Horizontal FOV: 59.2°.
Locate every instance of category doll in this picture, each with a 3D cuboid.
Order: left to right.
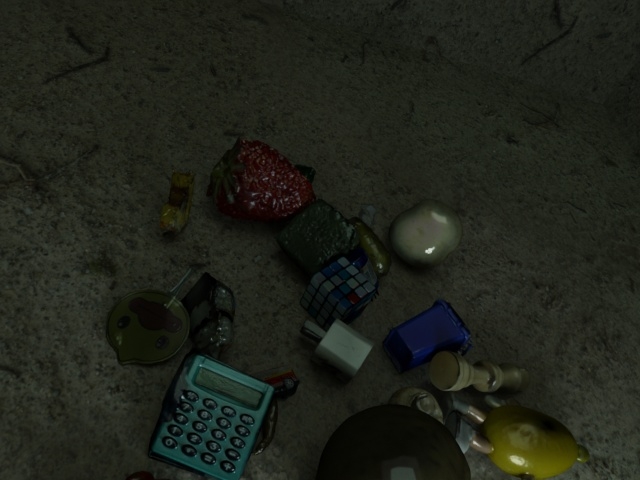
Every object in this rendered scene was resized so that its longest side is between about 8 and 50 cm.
[{"bbox_3d":[0.527,0.571,1.592,0.423,0.161,0.348,36,42,17],"label":"doll"}]

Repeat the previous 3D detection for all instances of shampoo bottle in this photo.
[{"bbox_3d":[0.145,0.118,1.835,0.050,0.183,0.087,2,39,39],"label":"shampoo bottle"}]

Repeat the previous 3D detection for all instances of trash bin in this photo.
[{"bbox_3d":[0.332,0.311,1.753,0.234,0.162,0.184,-17,58,-29],"label":"trash bin"}]

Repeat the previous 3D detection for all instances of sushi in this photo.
[{"bbox_3d":[-0.286,0.233,1.576,0.109,0.134,0.273,28,22,-46],"label":"sushi"}]

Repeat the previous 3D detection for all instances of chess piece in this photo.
[{"bbox_3d":[0.511,0.413,1.725,0.397,0.117,0.117,15,43,-34],"label":"chess piece"}]

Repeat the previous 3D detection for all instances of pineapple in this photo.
[{"bbox_3d":[-0.459,-0.105,1.800,0.079,0.135,0.233,9,57,2],"label":"pineapple"}]

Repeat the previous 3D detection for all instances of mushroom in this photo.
[{"bbox_3d":[0.265,0.487,1.575,0.166,0.127,0.166,8,47,-8],"label":"mushroom"},{"bbox_3d":[0.382,-0.023,2.062,0.260,0.254,0.234,11,-1,12],"label":"mushroom"}]

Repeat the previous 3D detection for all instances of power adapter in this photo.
[{"bbox_3d":[0.032,0.300,1.628,0.205,0.130,0.125,33,65,8],"label":"power adapter"}]

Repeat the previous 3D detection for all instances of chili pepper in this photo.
[{"bbox_3d":[-0.077,-0.190,2.104,0.088,0.059,0.227,15,49,-4],"label":"chili pepper"}]

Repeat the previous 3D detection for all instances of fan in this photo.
[{"bbox_3d":[-0.449,0.199,1.550,0.229,0.011,0.335,25,56,9],"label":"fan"}]

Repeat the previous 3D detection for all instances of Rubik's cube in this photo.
[{"bbox_3d":[0.052,0.172,1.749,0.151,0.154,0.155,-28,65,-39],"label":"Rubik's cube"}]

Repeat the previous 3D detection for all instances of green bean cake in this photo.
[{"bbox_3d":[0.000,0.000,1.850,0.227,0.125,0.222,-43,66,-7],"label":"green bean cake"}]

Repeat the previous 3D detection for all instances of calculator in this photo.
[{"bbox_3d":[-0.265,0.430,1.375,0.248,0.058,0.274,23,64,-1],"label":"calculator"}]

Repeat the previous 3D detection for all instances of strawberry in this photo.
[{"bbox_3d":[-0.201,-0.177,1.920,0.343,0.292,0.292,29,38,-32],"label":"strawberry"}]

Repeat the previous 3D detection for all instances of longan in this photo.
[{"bbox_3d":[0.171,0.575,1.300,0.404,0.336,0.404,13,34,-9],"label":"longan"}]

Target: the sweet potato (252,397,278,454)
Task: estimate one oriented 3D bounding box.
[{"bbox_3d":[-0.135,0.484,1.457,0.041,0.038,0.153,21,57,-3],"label":"sweet potato"}]

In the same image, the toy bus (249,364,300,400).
[{"bbox_3d":[-0.148,0.392,1.513,0.174,0.079,0.077,-8,49,-28],"label":"toy bus"}]

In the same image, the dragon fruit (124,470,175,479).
[{"bbox_3d":[-0.358,0.622,1.173,0.295,0.130,0.268,13,51,-14],"label":"dragon fruit"}]

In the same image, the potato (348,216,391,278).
[{"bbox_3d":[0.148,0.024,1.938,0.113,0.149,0.251,-32,70,-18],"label":"potato"}]
